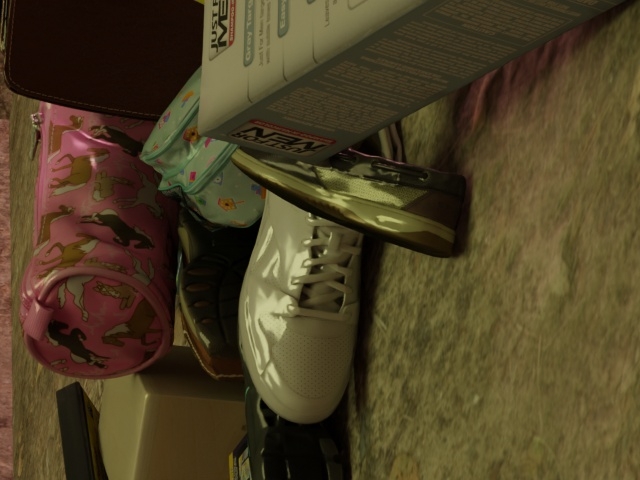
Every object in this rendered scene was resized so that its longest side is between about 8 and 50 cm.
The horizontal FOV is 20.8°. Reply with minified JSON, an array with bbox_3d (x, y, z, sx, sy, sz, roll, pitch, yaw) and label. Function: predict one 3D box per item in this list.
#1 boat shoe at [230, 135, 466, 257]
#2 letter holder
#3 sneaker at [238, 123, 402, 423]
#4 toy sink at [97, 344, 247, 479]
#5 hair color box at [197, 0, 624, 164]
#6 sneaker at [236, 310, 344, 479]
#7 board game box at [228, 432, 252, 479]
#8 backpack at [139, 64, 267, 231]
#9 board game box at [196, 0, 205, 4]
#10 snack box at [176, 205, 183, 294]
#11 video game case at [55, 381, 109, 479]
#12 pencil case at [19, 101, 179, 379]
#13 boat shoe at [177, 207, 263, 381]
[{"bbox_3d":[0.026,-0.050,1.380,0.223,0.080,0.073,23,84,39],"label":"boat shoe"},{"bbox_3d":[-0.192,-0.225,1.871,0.152,0.301,0.214,165,110,-72],"label":"letter holder"},{"bbox_3d":[0.000,0.000,1.495,0.169,0.108,0.293,130,144,-67],"label":"sneaker"},{"bbox_3d":[-0.158,0.202,1.916,0.234,0.131,0.153,-135,53,-68],"label":"toy sink"},{"bbox_3d":[0.055,-0.201,1.206,0.374,0.113,0.185,-24,60,52],"label":"hair color box"},{"bbox_3d":[-0.036,0.139,1.582,0.106,0.101,0.267,125,148,-66],"label":"sneaker"},{"bbox_3d":[-0.049,0.268,1.673,0.141,0.048,0.170,123,148,-61],"label":"board game box"},{"bbox_3d":[-0.083,-0.097,1.715,0.166,0.144,0.188,-54,23,-9],"label":"backpack"},{"bbox_3d":[-0.090,-0.336,1.609,0.303,0.097,0.224,27,119,24],"label":"board game box"},{"bbox_3d":[-0.149,-0.046,2.075,0.207,0.070,0.174,-132,51,-66],"label":"snack box"},{"bbox_3d":[-0.230,0.334,2.037,0.275,0.035,0.248,-111,-6,-57],"label":"video game case"},{"bbox_3d":[-0.241,-0.021,1.913,0.386,0.167,0.160,-98,-9,-50],"label":"pencil case"},{"bbox_3d":[-0.088,0.067,1.777,0.324,0.122,0.120,-100,15,-66],"label":"boat shoe"}]
